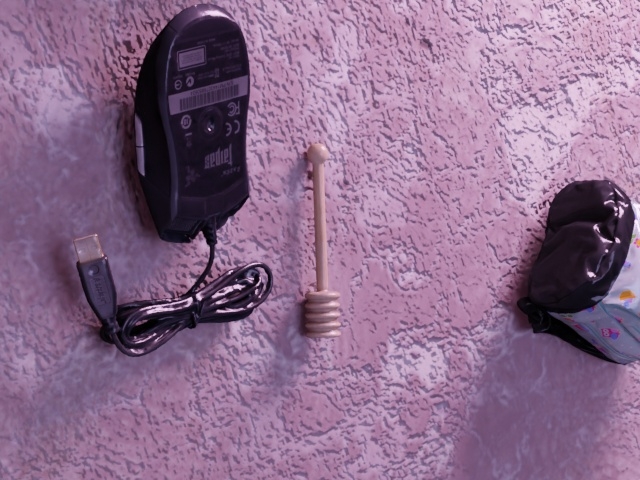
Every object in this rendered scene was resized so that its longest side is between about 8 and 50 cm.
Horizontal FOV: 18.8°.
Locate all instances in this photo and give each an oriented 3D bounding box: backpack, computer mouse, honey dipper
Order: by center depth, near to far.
[{"bbox_3d":[-0.128,-0.044,1.477,0.184,0.060,0.262,-26,119,-40],"label":"computer mouse"},{"bbox_3d":[0.000,0.000,1.600,0.030,0.030,0.161,-3,92,-39],"label":"honey dipper"},{"bbox_3d":[0.280,0.045,1.777,0.182,0.115,0.152,40,65,-36],"label":"backpack"}]
